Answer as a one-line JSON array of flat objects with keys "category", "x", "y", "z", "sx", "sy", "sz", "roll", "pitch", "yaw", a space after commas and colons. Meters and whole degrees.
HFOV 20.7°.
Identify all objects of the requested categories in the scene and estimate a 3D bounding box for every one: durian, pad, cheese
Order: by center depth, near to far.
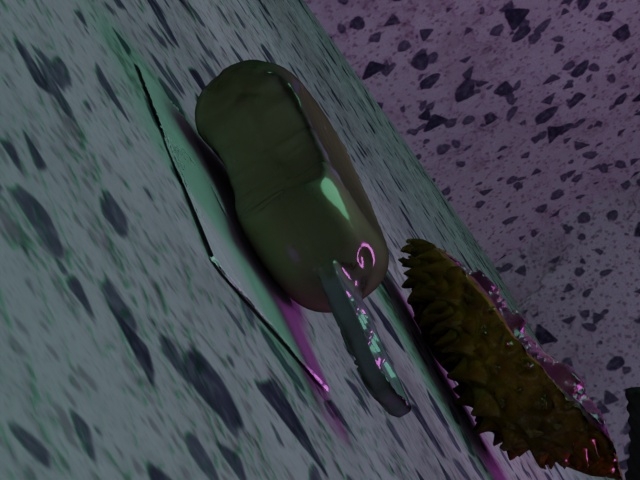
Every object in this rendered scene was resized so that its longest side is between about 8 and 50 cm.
[{"category": "pad", "x": -0.061, "y": -0.013, "z": 1.173, "sx": 0.156, "sy": 0.004, "sz": 0.232, "roll": 51, "pitch": 9, "yaw": -42}, {"category": "cheese", "x": 0.000, "y": 0.000, "z": 1.184, "sx": 0.163, "sy": 0.082, "sz": 0.286, "roll": 50, "pitch": 11, "yaw": -47}, {"category": "durian", "x": 0.170, "y": 0.124, "z": 1.806, "sx": 0.341, "sy": 0.112, "sz": 0.191, "roll": 52, "pitch": 13, "yaw": 25}]

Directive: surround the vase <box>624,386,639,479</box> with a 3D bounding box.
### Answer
[{"category": "vase", "x": 0.325, "y": 0.266, "z": 1.712, "sx": 0.115, "sy": 0.115, "sz": 0.237, "roll": -50, "pitch": 147, "yaw": -83}]
